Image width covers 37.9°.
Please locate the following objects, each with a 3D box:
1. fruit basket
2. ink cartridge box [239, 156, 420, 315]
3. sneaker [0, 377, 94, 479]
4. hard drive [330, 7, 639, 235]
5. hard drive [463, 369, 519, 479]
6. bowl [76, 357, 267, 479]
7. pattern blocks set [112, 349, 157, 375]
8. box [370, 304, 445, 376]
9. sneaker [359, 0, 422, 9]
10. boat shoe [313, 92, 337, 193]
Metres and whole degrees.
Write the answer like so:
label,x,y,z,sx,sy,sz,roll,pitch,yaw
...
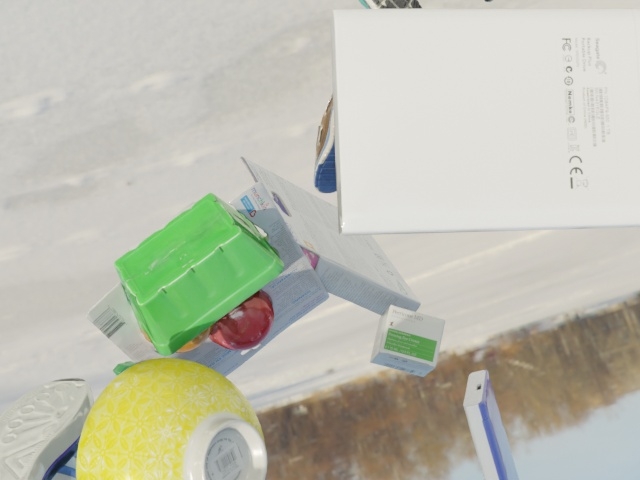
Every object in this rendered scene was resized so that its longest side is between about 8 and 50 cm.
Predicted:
label,x,y,z,sx,sy,sz,roll,pitch,yaw
fruit basket,-0.169,0.095,1.507,0.327,0.165,0.353,-37,148,-5
ink cartridge box,0.000,0.000,1.784,0.330,0.324,0.071,25,109,-32
sneaker,-0.403,0.383,1.361,0.130,0.236,0.323,-2,-151,10
hard drive,0.191,-0.126,0.980,0.353,0.233,0.047,-2,175,-6
hard drive,0.327,0.417,1.699,0.040,0.318,0.210,-15,-175,14
bowl,-0.165,0.301,1.264,0.156,0.289,0.289,-10,178,41
pattern blocks set,-0.383,0.386,1.849,0.026,0.324,0.285,13,-165,19
box,0.147,0.172,1.582,0.101,0.087,0.102,15,161,-2
sneaker,0.127,-0.343,1.599,0.110,0.275,0.107,-26,-166,43
boat shoe,0.027,-0.158,1.471,0.066,0.066,0.183,2,131,-21
